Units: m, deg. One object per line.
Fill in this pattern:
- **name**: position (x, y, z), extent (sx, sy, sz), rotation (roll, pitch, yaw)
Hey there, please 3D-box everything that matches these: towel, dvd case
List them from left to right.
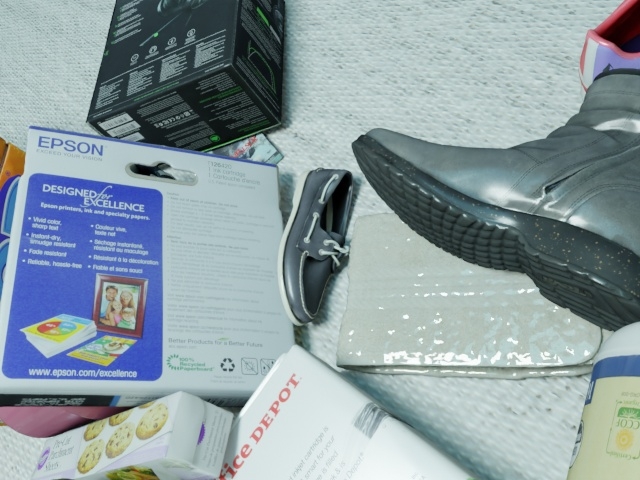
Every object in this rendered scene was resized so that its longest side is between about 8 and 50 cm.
- **dvd case**: position (-0.115, -0.126, 0.897), extent (0.087, 0.013, 0.119), rotation (-41, 55, 4)
- **towel**: position (0.155, 0.047, 0.650), extent (0.282, 0.049, 0.187), rotation (-4, 63, 27)

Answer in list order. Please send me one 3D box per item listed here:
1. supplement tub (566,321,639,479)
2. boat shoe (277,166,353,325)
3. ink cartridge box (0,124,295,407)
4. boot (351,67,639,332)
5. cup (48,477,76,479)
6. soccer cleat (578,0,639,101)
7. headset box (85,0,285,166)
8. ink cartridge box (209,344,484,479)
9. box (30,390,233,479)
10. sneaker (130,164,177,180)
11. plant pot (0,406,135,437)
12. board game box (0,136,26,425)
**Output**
- **supplement tub**: position (0.261, 0.231, 0.389), extent (0.228, 0.228, 0.316), rotation (11, 72, 32)
- **boat shoe**: position (0.000, 0.000, 0.737), extent (0.065, 0.075, 0.206), rotation (-8, 58, 28)
- **ink cartridge box**: position (-0.183, 0.031, 0.702), extent (0.072, 0.304, 0.307), rotation (126, 143, -49)
- **boot**: position (0.213, -0.077, 0.599), extent (0.338, 0.118, 0.222), rotation (33, 77, 31)
- **cup**: position (-0.161, 0.390, 0.507), extent (0.237, 0.331, 0.331), rotation (8, 69, 10)
- **soccer cleat**: position (0.401, -0.252, 0.624), extent (0.318, 0.116, 0.108), rotation (-37, 55, 7)
- **headset box**: position (-0.190, -0.281, 0.932), extent (0.246, 0.131, 0.283), rotation (-15, 56, 22)
- **ink cartridge box**: position (0.032, 0.256, 0.566), extent (0.273, 0.115, 0.198), rotation (31, 83, 36)
- **box**: position (-0.215, 0.230, 0.665), extent (0.324, 0.063, 0.067), rotation (-27, 40, 41)
- **sneaker**: position (-0.276, -0.069, 0.867), extent (0.235, 0.153, 0.094), rotation (15, 73, 33)
- **plant pot**: position (-0.301, 0.144, 0.764), extent (0.180, 0.201, 0.201), rotation (-38, 53, 26)
- **board game box**: position (-0.594, 0.048, 0.852), extent (0.356, 0.356, 0.356), rotation (-9, 62, 23)
